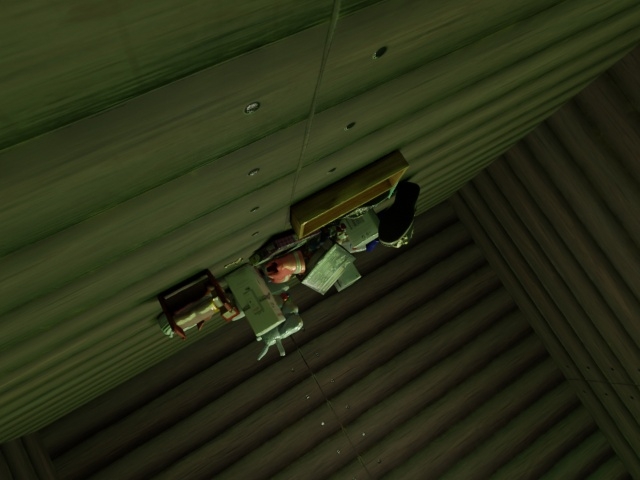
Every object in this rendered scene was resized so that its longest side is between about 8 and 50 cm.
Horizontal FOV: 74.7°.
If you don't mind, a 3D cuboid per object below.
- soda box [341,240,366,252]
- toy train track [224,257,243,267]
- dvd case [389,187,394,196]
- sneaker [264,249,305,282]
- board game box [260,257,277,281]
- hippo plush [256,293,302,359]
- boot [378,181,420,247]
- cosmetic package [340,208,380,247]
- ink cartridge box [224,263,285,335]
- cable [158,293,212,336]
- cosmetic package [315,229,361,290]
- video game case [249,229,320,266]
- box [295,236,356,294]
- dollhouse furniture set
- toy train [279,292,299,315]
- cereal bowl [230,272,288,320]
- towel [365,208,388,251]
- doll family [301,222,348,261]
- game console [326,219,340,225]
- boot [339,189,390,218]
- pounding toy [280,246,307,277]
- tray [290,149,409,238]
[{"bbox_3d":[0.176,0.045,2.651,0.217,0.073,0.069,-12,172,2],"label":"soda box"},{"bbox_3d":[-0.327,0.089,1.595,0.083,0.014,0.048,-23,168,-40],"label":"toy train track"},{"bbox_3d":[0.303,-0.231,1.687,0.119,0.013,0.087,-57,174,-51],"label":"dvd case"},{"bbox_3d":[-0.183,0.112,1.774,0.136,0.115,0.314,-8,167,-29],"label":"sneaker"},{"bbox_3d":[-0.221,0.131,1.936,0.090,0.090,0.020,-34,168,19],"label":"board game box"},{"bbox_3d":[-0.209,0.427,2.072,0.235,0.293,0.236,-8,162,-8],"label":"hippo plush"},{"bbox_3d":[0.372,-0.063,2.008,0.284,0.138,0.377,84,26,-53],"label":"boot"},{"bbox_3d":[0.208,-0.068,2.057,0.151,0.151,0.184,-33,172,18],"label":"cosmetic package"},{"bbox_3d":[-0.276,0.254,1.805,0.117,0.282,0.207,-31,172,-2],"label":"ink cartridge box"},{"bbox_3d":[-0.571,0.317,1.823,0.257,0.089,0.257,-28,170,-19],"label":"cable"},{"bbox_3d":[0.075,0.112,2.196,0.098,0.284,0.377,-28,171,-8],"label":"cosmetic package"},{"bbox_3d":[-0.143,0.021,1.689,0.232,0.041,0.210,-22,174,-43],"label":"video game case"},{"bbox_3d":[0.026,0.116,1.871,0.231,0.056,0.183,-49,139,5],"label":"box"},{"bbox_3d":[-0.426,0.277,1.581,0.202,0.152,0.374,-30,156,-10],"label":"dollhouse furniture set"},{"bbox_3d":[-0.248,0.393,2.233,0.248,0.143,0.105,-30,171,-8],"label":"toy train"},{"bbox_3d":[-0.337,0.266,2.148,0.339,0.141,0.339,-30,172,-5],"label":"cereal bowl"},{"bbox_3d":[0.346,-0.062,2.586,0.227,0.076,0.308,-63,176,-15],"label":"towel"},{"bbox_3d":[0.000,0.000,1.929,0.263,0.118,0.163,-31,155,-26],"label":"doll family"},{"bbox_3d":[0.050,-0.099,1.789,0.108,0.071,0.122,-6,177,15],"label":"game console"},{"bbox_3d":[0.174,-0.153,1.676,0.237,0.085,0.179,-25,173,16],"label":"boot"},{"bbox_3d":[-0.064,0.116,2.001,0.181,0.205,0.094,-24,169,-41],"label":"pounding toy"},{"bbox_3d":[0.090,-0.153,1.441,0.411,0.076,0.203,-30,171,-10],"label":"tray"}]
